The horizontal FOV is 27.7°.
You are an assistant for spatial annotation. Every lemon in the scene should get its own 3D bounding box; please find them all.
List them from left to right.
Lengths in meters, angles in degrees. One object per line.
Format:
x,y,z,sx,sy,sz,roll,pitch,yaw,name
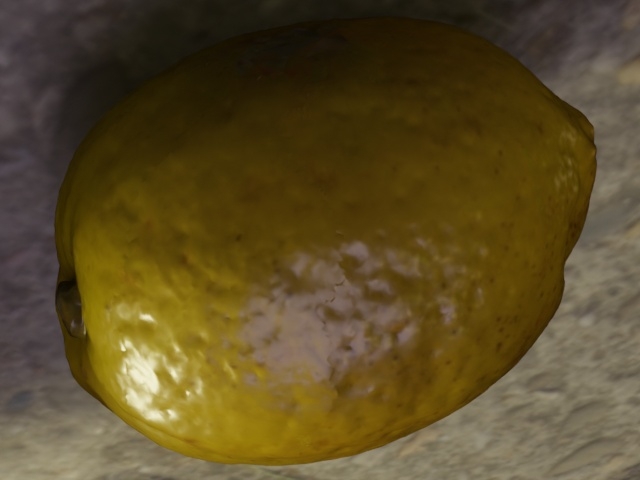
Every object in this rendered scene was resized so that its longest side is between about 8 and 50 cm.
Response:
0.000,0.000,0.484,0.207,0.170,0.170,-16,141,-3,lemon
